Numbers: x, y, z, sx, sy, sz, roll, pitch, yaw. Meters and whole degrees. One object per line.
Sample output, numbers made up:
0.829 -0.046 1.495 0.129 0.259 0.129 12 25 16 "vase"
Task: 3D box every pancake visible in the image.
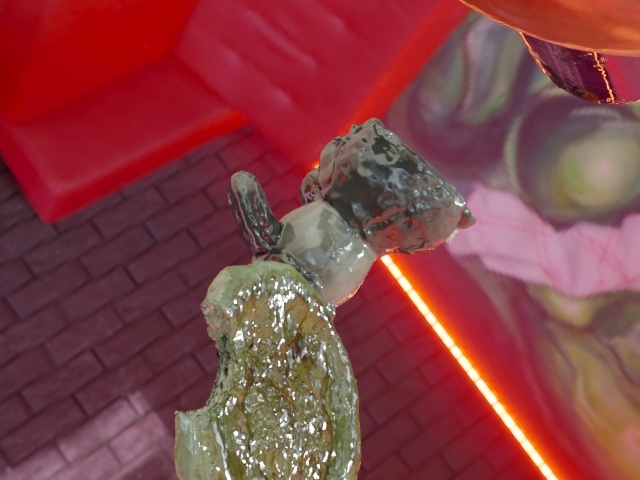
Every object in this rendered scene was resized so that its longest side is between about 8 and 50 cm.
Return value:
-0.033 0.136 1.052 0.037 0.254 0.253 -7 -171 30 "pancake"

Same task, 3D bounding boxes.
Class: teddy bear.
0.004 -0.018 1.267 0.251 0.171 0.144 -33 -171 -4 "teddy bear"

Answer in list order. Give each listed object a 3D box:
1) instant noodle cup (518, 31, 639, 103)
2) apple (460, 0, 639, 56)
0.279 -0.255 1.266 0.251 0.251 0.190 -37 153 2 "instant noodle cup"
0.184 -0.267 0.688 0.364 0.364 0.364 -36 173 -6 "apple"
